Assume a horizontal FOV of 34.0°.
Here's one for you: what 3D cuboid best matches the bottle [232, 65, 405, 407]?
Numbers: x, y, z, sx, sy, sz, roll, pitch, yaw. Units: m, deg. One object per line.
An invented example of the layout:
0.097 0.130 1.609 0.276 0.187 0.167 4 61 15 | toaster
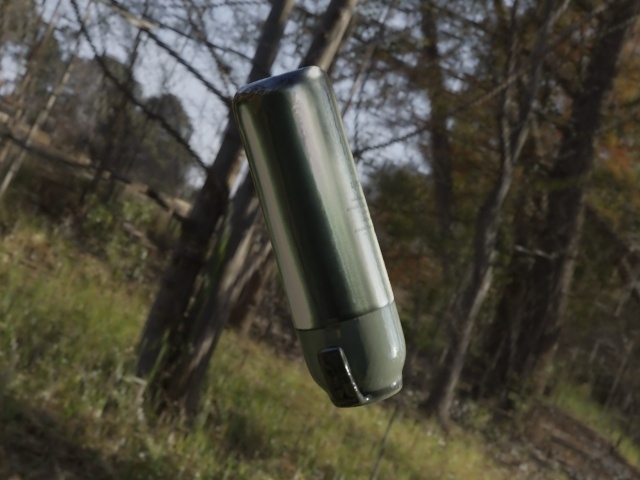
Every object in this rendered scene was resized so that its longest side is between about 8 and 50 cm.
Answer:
0.000 0.000 0.783 0.080 0.253 0.096 -13 7 20 | bottle
